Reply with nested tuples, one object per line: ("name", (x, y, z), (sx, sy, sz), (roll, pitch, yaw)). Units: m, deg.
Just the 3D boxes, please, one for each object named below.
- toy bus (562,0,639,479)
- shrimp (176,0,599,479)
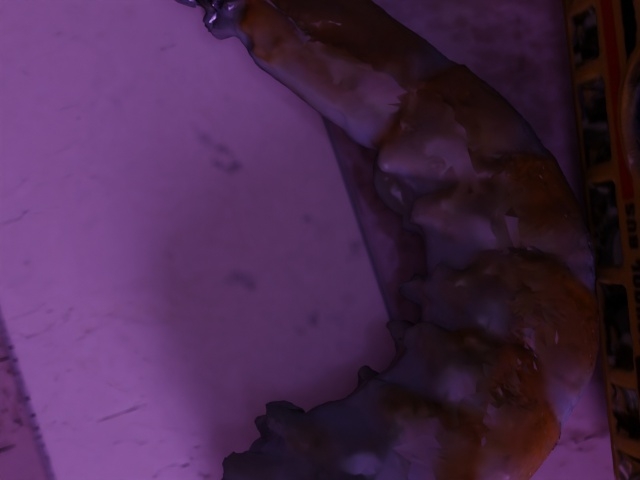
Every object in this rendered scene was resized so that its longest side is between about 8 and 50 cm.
("toy bus", (0.183, 0.016, 0.448), (0.121, 0.123, 0.335), (-6, 90, -16))
("shrimp", (0.031, 0.012, 0.452), (0.185, 0.068, 0.286), (-5, 85, -12))
